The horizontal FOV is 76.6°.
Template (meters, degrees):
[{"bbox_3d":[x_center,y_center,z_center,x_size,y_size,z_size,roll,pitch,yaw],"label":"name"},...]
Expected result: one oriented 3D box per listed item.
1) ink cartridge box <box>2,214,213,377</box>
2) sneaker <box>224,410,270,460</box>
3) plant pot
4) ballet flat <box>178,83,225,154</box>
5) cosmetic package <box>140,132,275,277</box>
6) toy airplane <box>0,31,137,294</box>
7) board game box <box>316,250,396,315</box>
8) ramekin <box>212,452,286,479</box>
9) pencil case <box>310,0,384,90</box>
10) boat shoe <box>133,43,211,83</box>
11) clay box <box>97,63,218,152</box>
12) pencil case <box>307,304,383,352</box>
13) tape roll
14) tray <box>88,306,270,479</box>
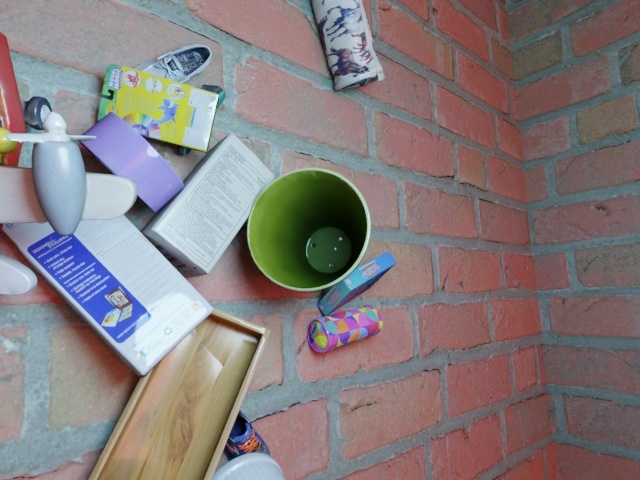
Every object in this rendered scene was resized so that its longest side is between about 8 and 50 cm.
[{"bbox_3d":[-0.397,0.064,0.774,0.371,0.069,0.176,48,54,-4],"label":"ink cartridge box"},{"bbox_3d":[-0.183,0.443,0.916,0.083,0.087,0.221,-49,114,-34],"label":"sneaker"},{"bbox_3d":[0.000,0.000,1.016,0.293,0.274,0.275,43,47,-74],"label":"plant pot"},{"bbox_3d":[-0.301,-0.293,0.961,0.074,0.074,0.203,37,66,-30],"label":"ballet flat"},{"bbox_3d":[-0.253,-0.078,0.919,0.153,0.129,0.296,45,57,-24],"label":"cosmetic package"},{"bbox_3d":[-0.531,-0.090,0.570,0.386,0.272,0.384,-42,91,-14],"label":"toy airplane"},{"bbox_3d":[0.106,0.124,1.173,0.210,0.160,0.047,-24,70,-40],"label":"board game box"},{"bbox_3d":[-0.152,0.580,0.864,0.207,0.109,0.207,-10,107,-33],"label":"ramekin"},{"bbox_3d":[0.083,-0.676,1.276,0.159,0.183,0.411,-19,96,-42],"label":"pencil case"},{"bbox_3d":[-0.342,-0.393,0.925,0.227,0.081,0.079,-47,113,-34],"label":"boat shoe"},{"bbox_3d":[-0.341,-0.278,0.865,0.222,0.053,0.128,13,95,-14],"label":"clay box"},{"bbox_3d":[0.073,0.250,1.168,0.236,0.104,0.105,-5,86,-43],"label":"pencil case"},{"bbox_3d":[-0.362,-0.147,0.785,0.080,0.189,0.189,-48,115,-14],"label":"tape roll"},{"bbox_3d":[-0.274,0.342,0.814,0.202,0.076,0.411,24,66,-6],"label":"tray"}]
